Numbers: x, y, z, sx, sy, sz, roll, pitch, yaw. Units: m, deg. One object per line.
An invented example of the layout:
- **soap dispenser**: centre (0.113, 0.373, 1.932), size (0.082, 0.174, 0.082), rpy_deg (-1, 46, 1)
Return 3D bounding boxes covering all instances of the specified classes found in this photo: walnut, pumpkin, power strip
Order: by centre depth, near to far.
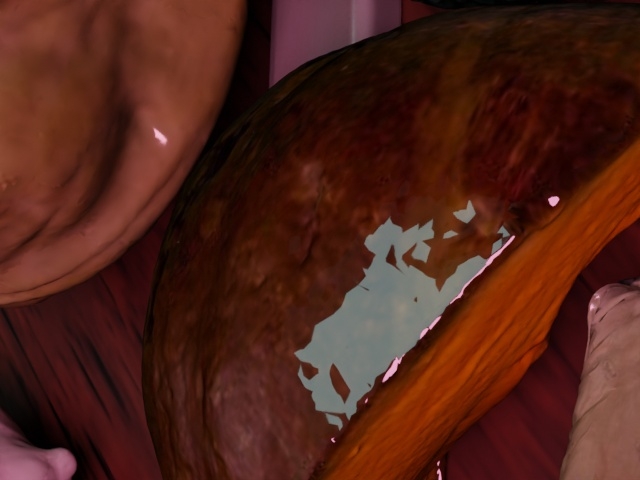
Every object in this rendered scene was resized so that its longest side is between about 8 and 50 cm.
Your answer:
- **pumpkin**: centre (0.000, 0.000, 0.587), size (0.169, 0.148, 0.312), rpy_deg (45, 109, 20)
- **walnut**: centre (-0.159, -0.113, 0.696), size (0.253, 0.282, 0.277), rpy_deg (18, 95, 42)
- **power strip**: centre (0.004, -0.091, 0.707), size (0.060, 0.027, 0.253), rpy_deg (-9, 75, 42)

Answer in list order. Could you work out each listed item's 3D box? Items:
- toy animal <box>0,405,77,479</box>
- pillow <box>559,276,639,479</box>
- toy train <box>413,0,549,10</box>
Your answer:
- **toy animal**: centre (-0.203, 0.175, 0.720), size (0.206, 0.272, 0.265), rpy_deg (-17, 53, 14)
- **pillow**: centre (0.127, 0.163, 0.493), size (0.185, 0.075, 0.302), rpy_deg (14, 91, 45)
- **toy train**: centre (0.073, -0.180, 0.593), size (0.243, 0.132, 0.188), rpy_deg (0, 85, 46)
